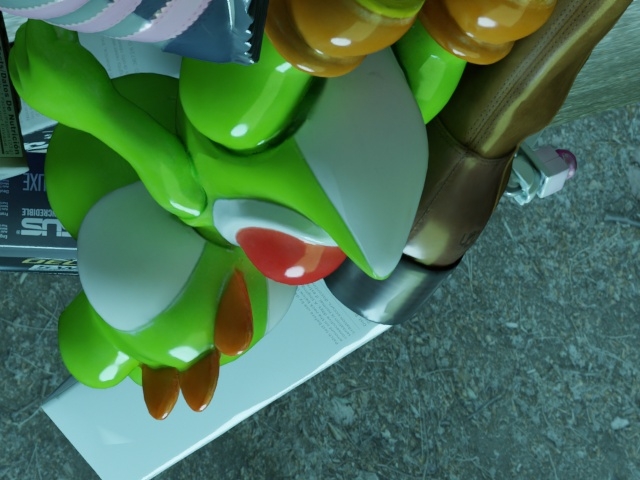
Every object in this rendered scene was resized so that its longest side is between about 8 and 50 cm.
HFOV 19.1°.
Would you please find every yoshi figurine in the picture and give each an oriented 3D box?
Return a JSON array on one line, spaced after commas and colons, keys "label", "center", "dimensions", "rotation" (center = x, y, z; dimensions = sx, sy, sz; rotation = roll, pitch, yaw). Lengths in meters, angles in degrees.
[{"label": "yoshi figurine", "center": [-0.049, -0.068, 0.958], "dimensions": [0.362, 0.203, 0.203], "rotation": [-50, -170, 42]}]

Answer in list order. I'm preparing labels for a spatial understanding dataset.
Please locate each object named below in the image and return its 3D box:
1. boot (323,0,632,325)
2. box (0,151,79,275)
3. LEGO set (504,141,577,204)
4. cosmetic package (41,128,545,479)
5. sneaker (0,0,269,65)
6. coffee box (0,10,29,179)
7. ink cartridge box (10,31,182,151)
[{"label": "boot", "center": [0.111, -0.120, 1.023], "dimensions": [0.280, 0.096, 0.264], "rotation": [-56, 176, 33]}, {"label": "box", "center": [-0.271, -0.021, 1.468], "dimensions": [0.307, 0.076, 0.242], "rotation": [3, 174, -18]}, {"label": "LEGO set", "center": [0.155, -0.152, 1.190], "dimensions": [0.107, 0.132, 0.287], "rotation": [-33, 162, -28]}, {"label": "cosmetic package", "center": [0.000, 0.000, 1.370], "dimensions": [0.284, 0.097, 0.377], "rotation": [-32, -171, 33]}, {"label": "sneaker", "center": [-0.084, -0.122, 0.613], "dimensions": [0.131, 0.112, 0.319], "rotation": [4, 177, 6]}, {"label": "coffee box", "center": [-0.263, -0.062, 0.891], "dimensions": [0.141, 0.098, 0.246], "rotation": [-12, 178, 21]}, {"label": "ink cartridge box", "center": [-0.110, -0.110, 1.222], "dimensions": [0.371, 0.069, 0.176], "rotation": [-11, 180, 41]}]
